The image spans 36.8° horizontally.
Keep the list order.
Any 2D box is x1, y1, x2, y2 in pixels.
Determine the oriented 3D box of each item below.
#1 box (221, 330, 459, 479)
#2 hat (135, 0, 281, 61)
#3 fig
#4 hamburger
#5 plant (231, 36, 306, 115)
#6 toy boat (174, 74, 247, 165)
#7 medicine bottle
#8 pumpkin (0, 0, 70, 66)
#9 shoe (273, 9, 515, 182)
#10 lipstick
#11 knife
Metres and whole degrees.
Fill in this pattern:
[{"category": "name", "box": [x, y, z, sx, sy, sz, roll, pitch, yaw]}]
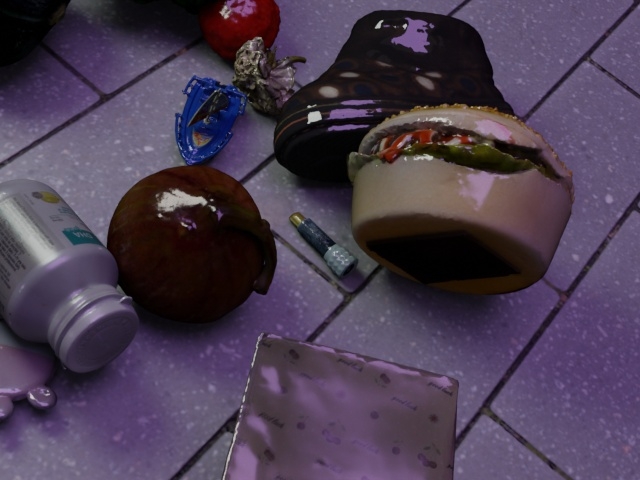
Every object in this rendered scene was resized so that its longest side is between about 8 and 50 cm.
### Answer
[{"category": "box", "box": [0.005, 0.285, 0.980, 0.225, 0.190, 0.297, 13, 54, -2]}, {"category": "hat", "box": [-0.178, -0.412, 1.401, 0.332, 0.242, 0.274, 44, 24, -9]}, {"category": "fig", "box": [-0.145, -0.001, 1.142, 0.205, 0.205, 0.205, 10, 53, -13]}, {"category": "hamburger", "box": [0.179, -0.050, 1.235, 0.302, 0.302, 0.170, 18, 68, -7]}, {"category": "plant", "box": [-0.063, -0.245, 1.391, 0.122, 0.116, 0.104, -38, 70, -21]}, {"category": "toy boat", "box": [-0.154, -0.173, 1.315, 0.091, 0.110, 0.175, 19, 53, -6]}, {"category": "medicine bottle", "box": [-0.299, 0.042, 1.071, 0.135, 0.135, 0.215, -28, 58, -33]}, {"category": "pumpkin", "box": [-0.441, -0.358, 1.246, 0.248, 0.248, 0.248, 10, 53, -13]}, {"category": "shoe", "box": [0.092, -0.220, 1.396, 0.384, 0.171, 0.237, -8, 65, -26]}, {"category": "lipstick", "box": [0.000, 0.000, 1.295, 0.037, 0.037, 0.116, -32, 68, -35]}, {"category": "knife", "box": [-0.473, 0.157, 0.999, 0.398, 0.038, 0.132, -5, 47, -27]}]
